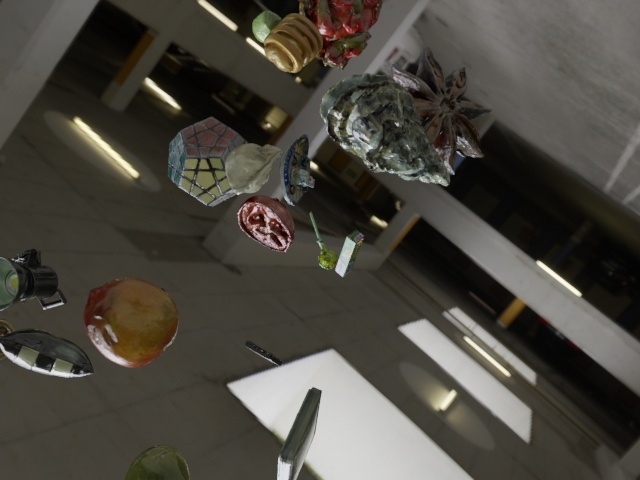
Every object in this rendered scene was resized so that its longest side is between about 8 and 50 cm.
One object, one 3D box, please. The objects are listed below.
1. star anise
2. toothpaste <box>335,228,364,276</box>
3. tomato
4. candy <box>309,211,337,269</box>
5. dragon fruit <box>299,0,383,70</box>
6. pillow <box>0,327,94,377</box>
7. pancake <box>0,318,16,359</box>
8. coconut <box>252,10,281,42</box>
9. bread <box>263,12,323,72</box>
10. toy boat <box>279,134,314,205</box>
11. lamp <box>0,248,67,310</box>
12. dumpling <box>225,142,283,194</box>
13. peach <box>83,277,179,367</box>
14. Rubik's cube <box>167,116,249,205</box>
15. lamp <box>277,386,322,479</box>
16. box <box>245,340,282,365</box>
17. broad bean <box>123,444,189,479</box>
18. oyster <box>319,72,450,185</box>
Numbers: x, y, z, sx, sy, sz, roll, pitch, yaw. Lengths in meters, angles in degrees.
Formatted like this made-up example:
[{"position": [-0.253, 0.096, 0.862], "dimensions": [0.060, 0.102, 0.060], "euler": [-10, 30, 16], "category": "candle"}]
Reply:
[{"position": [0.284, -0.317, 1.648], "dimensions": [0.331, 0.332, 0.117], "euler": [34, 157, -21], "category": "star anise"}, {"position": [0.085, 0.039, 1.952], "dimensions": [0.037, 0.043, 0.179], "euler": [39, 145, 17], "category": "toothpaste"}, {"position": [-0.168, -0.070, 2.240], "dimensions": [0.227, 0.101, 0.228], "euler": [26, 142, 22], "category": "tomato"}, {"position": [0.000, 0.000, 2.096], "dimensions": [0.058, 0.062, 0.194], "euler": [-127, 16, -80], "category": "candy"}, {"position": [0.046, -0.632, 1.842], "dimensions": [0.231, 0.303, 0.237], "euler": [18, 173, -10], "category": "dragon fruit"}, {"position": [-0.717, 0.300, 1.750], "dimensions": [0.249, 0.106, 0.186], "euler": [24, 166, -18], "category": "pillow"}, {"position": [-1.065, 0.322, 2.155], "dimensions": [0.151, 0.152, 0.025], "euler": [34, 174, -25], "category": "pancake"}, {"position": [-0.149, -0.617, 1.912], "dimensions": [0.087, 0.096, 0.088], "euler": [34, -133, -46], "category": "coconut"}, {"position": [-0.063, -0.475, 1.594], "dimensions": [0.119, 0.084, 0.177], "euler": [41, -134, -10], "category": "bread"}, {"position": [-0.073, -0.254, 2.375], "dimensions": [0.114, 0.115, 0.262], "euler": [20, -116, -49], "category": "toy boat"}, {"position": [-0.817, 0.108, 1.827], "dimensions": [0.227, 0.147, 0.172], "euler": [6, -112, -75], "category": "lamp"}, {"position": [-0.164, -0.191, 1.697], "dimensions": [0.111, 0.155, 0.181], "euler": [40, -151, -52], "category": "dumpling"}, {"position": [-0.722, 0.304, 2.528], "dimensions": [0.289, 0.373, 0.372], "euler": [0, 161, 40], "category": "peach"}, {"position": [-0.380, -0.273, 2.316], "dimensions": [0.319, 0.264, 0.319], "euler": [35, 180, 0], "category": "Rubik's cube"}, {"position": [-0.064, 0.620, 2.009], "dimensions": [0.047, 0.267, 0.269], "euler": [16, -138, 12], "category": "lamp"}, {"position": [-0.200, 0.405, 2.376], "dimensions": [0.126, 0.027, 0.125], "euler": [25, 167, 22], "category": "box"}, {"position": [-0.472, 0.718, 1.887], "dimensions": [0.188, 0.263, 0.121], "euler": [9, 165, -18], "category": "broad bean"}, {"position": [0.149, -0.215, 1.366], "dimensions": [0.351, 0.162, 0.158], "euler": [34, -140, -32], "category": "oyster"}]
